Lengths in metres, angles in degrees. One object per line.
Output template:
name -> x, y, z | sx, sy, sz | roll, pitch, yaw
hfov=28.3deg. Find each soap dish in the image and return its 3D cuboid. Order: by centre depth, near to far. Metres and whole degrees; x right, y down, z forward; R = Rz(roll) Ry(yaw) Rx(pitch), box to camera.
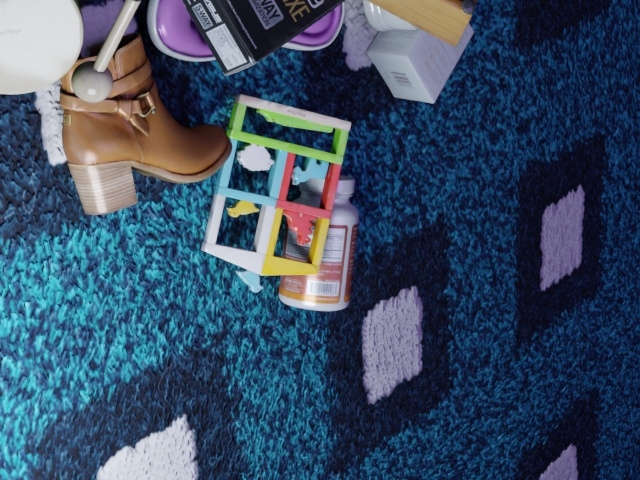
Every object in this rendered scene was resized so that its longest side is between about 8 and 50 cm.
soap dish -> 0.138, -0.468, 1.966 | 0.290, 0.118, 0.229 | 24, 77, -21

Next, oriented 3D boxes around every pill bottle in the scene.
pill bottle -> 0.000, 0.000, 2.092 | 0.121, 0.121, 0.216 | -4, 104, -52

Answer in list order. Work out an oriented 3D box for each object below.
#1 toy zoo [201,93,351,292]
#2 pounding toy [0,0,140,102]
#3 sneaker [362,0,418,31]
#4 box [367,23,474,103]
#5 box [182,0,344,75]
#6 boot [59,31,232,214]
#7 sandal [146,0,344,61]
toy zoo -> -0.073, -0.064, 1.976 | 0.192, 0.030, 0.293 | 11, 91, -21
pounding toy -> -0.355, -0.278, 1.548 | 0.236, 0.110, 0.183 | 12, 126, -19
sneaker -> 0.140, -0.495, 2.096 | 0.114, 0.152, 0.305 | -33, 124, -40
box -> 0.178, -0.351, 2.239 | 0.170, 0.091, 0.130 | -60, 140, -20
box -> -0.114, -0.419, 1.763 | 0.242, 0.076, 0.307 | -40, 106, -37
boot -> -0.243, -0.181, 1.756 | 0.283, 0.109, 0.220 | -24, 115, -38
sandal -> -0.085, -0.354, 1.888 | 0.416, 0.102, 0.169 | -15, 112, -49
